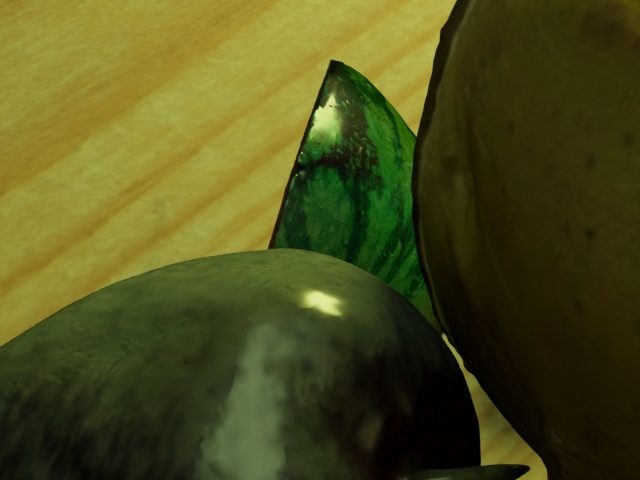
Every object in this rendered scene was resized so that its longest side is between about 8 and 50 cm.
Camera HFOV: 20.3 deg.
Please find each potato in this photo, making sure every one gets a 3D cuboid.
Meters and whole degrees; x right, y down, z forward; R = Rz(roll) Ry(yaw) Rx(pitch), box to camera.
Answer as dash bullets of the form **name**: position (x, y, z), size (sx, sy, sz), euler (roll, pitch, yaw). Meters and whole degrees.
- **potato**: position (0.296, 0.009, 0.811), size (0.442, 0.385, 0.319), euler (-3, 32, -22)

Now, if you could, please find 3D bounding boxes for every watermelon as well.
- **watermelon**: position (0.016, -0.010, 1.063), size (0.128, 0.146, 0.231), euler (6, 38, 11)

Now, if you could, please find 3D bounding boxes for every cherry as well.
- **cherry**: position (-0.044, 0.118, 0.851), size (0.296, 0.218, 0.255), euler (4, 45, 19)
